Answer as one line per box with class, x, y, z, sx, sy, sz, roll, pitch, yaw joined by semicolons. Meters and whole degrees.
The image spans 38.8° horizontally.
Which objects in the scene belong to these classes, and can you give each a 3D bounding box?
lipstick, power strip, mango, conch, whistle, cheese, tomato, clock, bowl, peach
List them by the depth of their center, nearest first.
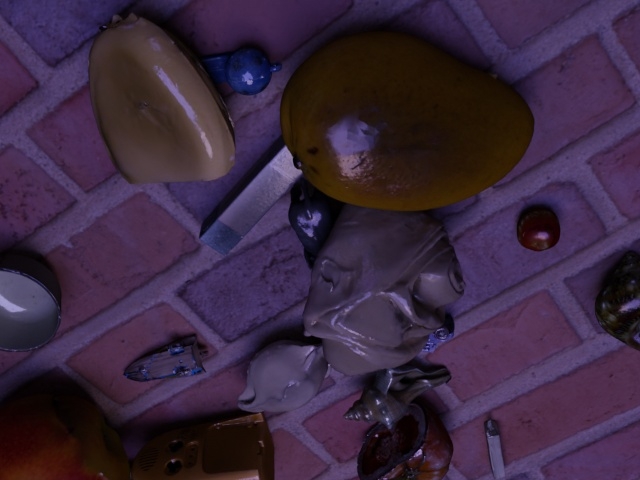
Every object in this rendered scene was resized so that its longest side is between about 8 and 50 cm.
mango;0.153;-0.200;1.548;0.445;0.220;0.301;-2;101;-16
cheese;-0.286;-0.240;1.570;0.260;0.128;0.315;-3;120;20
whistle;-0.143;-0.290;1.576;0.158;0.090;0.090;-8;123;6
lipstick;-0.107;-0.102;1.708;0.068;0.066;0.317;36;117;-19
tomato;0.418;-0.018;1.743;0.087;0.075;0.087;2;126;3
conch;0.633;0.124;1.807;0.187;0.124;0.181;-1;117;-26
bowl;-0.616;0.111;1.836;0.212;0.112;0.211;0;124;1
conch;0.149;0.316;1.960;0.234;0.114;0.137;-45;128;-12
peach;-0.601;0.515;1.962;0.370;0.370;0.370;1;123;1
clock;-0.264;0.522;2.014;0.317;0.244;0.200;-5;118;3
tomato;0.206;0.478;2.017;0.155;0.180;0.214;35;121;-27
power strip;0.398;0.477;2.084;0.030;0.047;0.191;-11;123;4

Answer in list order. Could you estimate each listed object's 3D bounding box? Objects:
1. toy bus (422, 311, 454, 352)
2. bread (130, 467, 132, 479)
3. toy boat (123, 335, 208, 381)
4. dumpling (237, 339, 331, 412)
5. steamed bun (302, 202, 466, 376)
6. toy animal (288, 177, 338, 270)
toy bus;0.192;0.188;1.887;0.167;0.073;0.076;3;121;2
bread;-0.421;0.654;2.180;0.174;0.121;0.245;15;127;2
toy boat;-0.342;0.267;1.963;0.210;0.066;0.084;-17;88;23
dumpling;-0.061;0.288;1.924;0.258;0.147;0.193;-38;155;11
steamed bun;0.134;0.092;1.653;0.219;0.324;0.309;15;156;34
toy animal;0.000;-0.004;1.728;0.082;0.137;0.269;-14;125;7
